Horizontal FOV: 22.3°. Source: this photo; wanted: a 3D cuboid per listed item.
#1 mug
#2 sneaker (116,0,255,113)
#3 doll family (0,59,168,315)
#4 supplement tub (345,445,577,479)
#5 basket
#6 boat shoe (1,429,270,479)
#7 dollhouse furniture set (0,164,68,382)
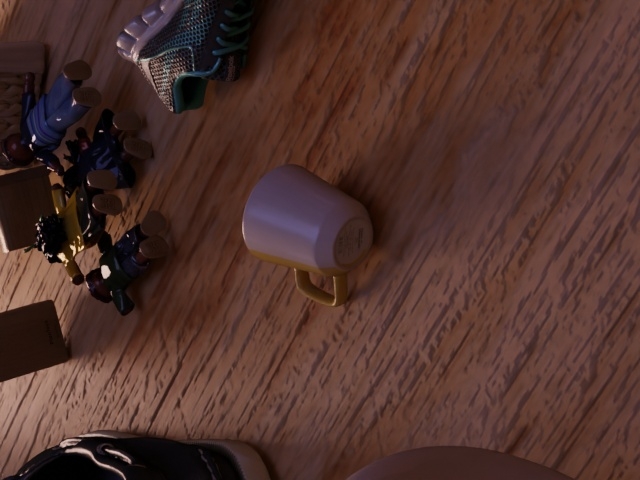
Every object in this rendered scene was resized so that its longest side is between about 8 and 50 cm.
[{"bbox_3d":[0.001,-0.004,0.974,0.064,0.078,0.062,22,73,41],"label":"mug"},{"bbox_3d":[-0.066,-0.143,1.063,0.166,0.065,0.076,-41,74,46],"label":"sneaker"},{"bbox_3d":[-0.177,-0.038,1.181,0.111,0.076,0.193,-40,54,48],"label":"doll family"},{"bbox_3d":[0.044,0.280,0.757,0.228,0.228,0.316,51,126,40],"label":"supplement tub"},{"bbox_3d":[-0.313,-0.106,1.281,0.113,0.167,0.103,9,102,52],"label":"basket"},{"bbox_3d":[-0.172,0.198,1.124,0.340,0.113,0.127,-9,82,51],"label":"boat shoe"},{"bbox_3d":[-0.280,0.037,1.267,0.123,0.144,0.151,-13,93,55],"label":"dollhouse furniture set"}]
